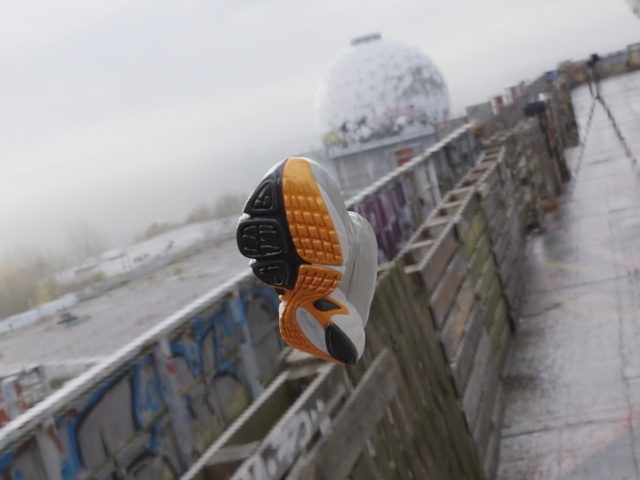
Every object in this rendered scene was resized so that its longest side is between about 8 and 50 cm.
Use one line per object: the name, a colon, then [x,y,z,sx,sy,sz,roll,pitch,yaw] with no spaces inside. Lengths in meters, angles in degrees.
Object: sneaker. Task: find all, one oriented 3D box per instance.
sneaker: [0.000,0.000,0.847,0.099,0.262,0.121,13,56,17]
